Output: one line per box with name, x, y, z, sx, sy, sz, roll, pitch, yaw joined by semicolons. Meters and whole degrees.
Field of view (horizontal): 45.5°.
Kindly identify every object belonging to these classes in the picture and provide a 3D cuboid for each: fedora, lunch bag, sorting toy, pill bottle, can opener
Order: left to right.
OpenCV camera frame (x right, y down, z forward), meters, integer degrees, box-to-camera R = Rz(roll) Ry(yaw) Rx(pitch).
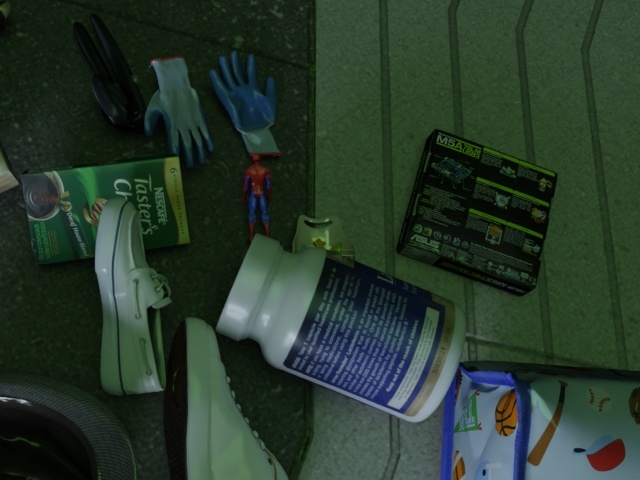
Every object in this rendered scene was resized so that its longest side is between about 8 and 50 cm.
fedora;-0.318;0.263;0.780;0.276;0.124;0.243;3;69;-3
can opener;-0.271;-0.220;0.990;0.059;0.073;0.186;-19;68;-10
sorting toy;0.000;0.000;0.987;0.083;0.045;0.075;1;64;-12
pill bottle;0.022;0.098;0.897;0.265;0.153;0.153;23;69;-5
lunch bag;0.309;0.340;0.846;0.328;0.239;0.385;7;87;-11

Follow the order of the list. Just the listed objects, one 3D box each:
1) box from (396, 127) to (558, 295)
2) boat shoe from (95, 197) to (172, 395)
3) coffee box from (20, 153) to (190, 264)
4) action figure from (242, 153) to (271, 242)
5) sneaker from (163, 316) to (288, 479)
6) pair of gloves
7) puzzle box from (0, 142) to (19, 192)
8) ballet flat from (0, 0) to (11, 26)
box;0.217;-0.040;1.046;0.191;0.045;0.184;19;67;-5
boat shoe;-0.206;0.064;0.874;0.076;0.083;0.226;1;97;5
coffee box;-0.254;-0.039;0.918;0.184;0.040;0.113;-7;101;-15
action figure;-0.082;-0.055;0.985;0.038;0.030;0.115;-1;86;-8
sneaker;-0.106;0.230;0.863;0.123;0.106;0.289;-1;77;-26
pair of gloves;-0.140;-0.174;1.000;0.198;0.023;0.159;-9;77;-30
puzzle box;-0.588;-0.099;0.854;0.409;0.052;0.272;-26;80;-12
ballet flat;-0.448;-0.236;0.966;0.049;0.057;0.173;44;69;-32
